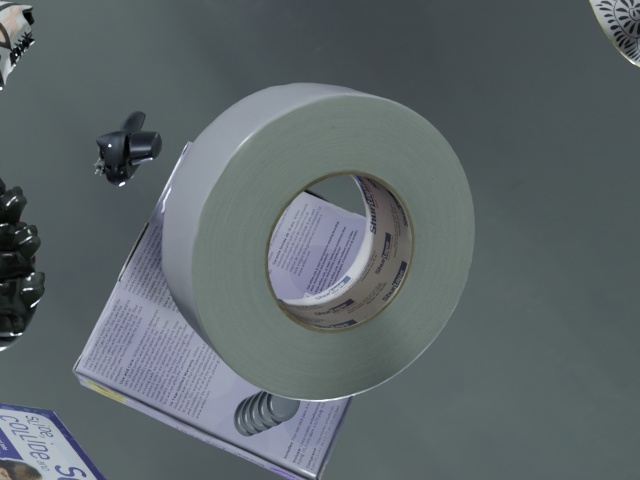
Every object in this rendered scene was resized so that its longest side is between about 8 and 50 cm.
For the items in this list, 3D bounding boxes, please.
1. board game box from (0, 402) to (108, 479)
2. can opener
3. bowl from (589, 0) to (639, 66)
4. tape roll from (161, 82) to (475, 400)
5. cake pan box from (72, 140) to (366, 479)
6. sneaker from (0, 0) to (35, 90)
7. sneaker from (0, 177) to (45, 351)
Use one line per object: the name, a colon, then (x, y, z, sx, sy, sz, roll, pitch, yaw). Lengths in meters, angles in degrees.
board game box: (-0.101, 0.098, 0.280, 0.136, 0.035, 0.201, 17, -171, -39)
can opener: (-0.213, -0.104, 1.168, 0.186, 0.073, 0.059, -109, 22, -73)
bowl: (0.426, -0.319, 1.356, 0.080, 0.170, 0.170, -26, 105, 41)
tape roll: (0.000, 0.000, 0.740, 0.072, 0.219, 0.219, 29, 151, 60)
cake pan box: (-0.066, 0.062, 0.987, 0.245, 0.267, 0.070, 23, 161, -1)
sneaker: (-0.270, -0.172, 0.896, 0.040, 0.043, 0.109, 105, 163, -51)
sneaker: (-0.276, -0.027, 0.653, 0.276, 0.135, 0.097, 53, -160, 17)
